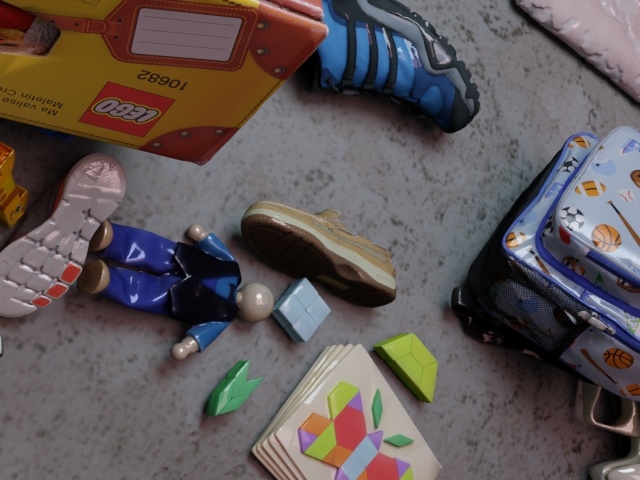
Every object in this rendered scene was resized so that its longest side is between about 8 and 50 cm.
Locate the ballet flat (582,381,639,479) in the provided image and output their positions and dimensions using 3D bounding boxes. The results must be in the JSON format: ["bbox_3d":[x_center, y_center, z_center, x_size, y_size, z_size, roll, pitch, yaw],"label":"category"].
[{"bbox_3d":[0.370,0.221,1.186,0.124,0.116,0.342,-6,85,-16],"label":"ballet flat"}]

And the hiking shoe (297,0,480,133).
[{"bbox_3d":[0.037,-0.193,1.031,0.304,0.113,0.132,39,92,-31],"label":"hiking shoe"}]

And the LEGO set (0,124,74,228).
[{"bbox_3d":[-0.257,-0.069,0.799,0.087,0.093,0.227,32,66,7],"label":"LEGO set"}]

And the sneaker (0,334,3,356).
[{"bbox_3d":[-0.315,0.142,0.723,0.094,0.081,0.208,33,58,-19],"label":"sneaker"}]

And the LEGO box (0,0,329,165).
[{"bbox_3d":[-0.269,-0.300,0.690,0.500,0.193,0.372,12,55,-33],"label":"LEGO box"}]

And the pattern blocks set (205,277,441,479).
[{"bbox_3d":[0.033,0.209,0.979,0.325,0.026,0.285,43,60,-24],"label":"pattern blocks set"}]

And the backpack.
[{"bbox_3d":[0.327,0.029,1.082,0.263,0.213,0.276,39,60,1],"label":"backpack"}]

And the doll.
[{"bbox_3d":[-0.121,0.042,0.892,0.189,0.046,0.129,18,64,-39],"label":"doll"}]

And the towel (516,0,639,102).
[{"bbox_3d":[0.403,-0.358,1.335,0.332,0.053,0.317,28,67,-28],"label":"towel"}]

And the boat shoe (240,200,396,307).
[{"bbox_3d":[0.000,0.000,0.983,0.190,0.068,0.072,32,52,-38],"label":"boat shoe"}]

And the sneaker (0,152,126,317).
[{"bbox_3d":[-0.218,-0.006,0.828,0.061,0.065,0.158,43,83,-28],"label":"sneaker"}]
